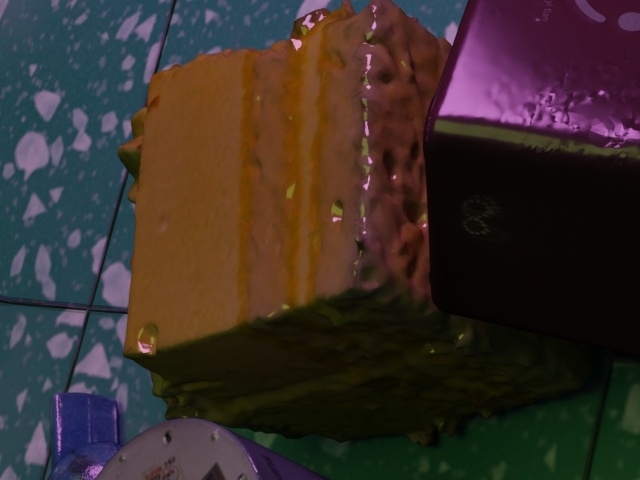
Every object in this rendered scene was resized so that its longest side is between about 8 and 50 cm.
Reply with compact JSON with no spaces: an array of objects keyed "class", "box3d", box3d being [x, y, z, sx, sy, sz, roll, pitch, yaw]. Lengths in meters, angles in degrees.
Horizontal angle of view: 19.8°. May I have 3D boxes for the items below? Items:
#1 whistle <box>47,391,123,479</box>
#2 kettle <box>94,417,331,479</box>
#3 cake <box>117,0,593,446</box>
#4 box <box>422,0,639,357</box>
[{"class":"whistle","box3d":[-0.161,0.171,1.346,0.090,0.090,0.158,-27,54,31]},{"class":"kettle","box3d":[0.001,0.228,1.062,0.160,0.243,0.210,-48,45,17]},{"class":"cake","box3d":[0.000,0.000,1.181,0.286,0.222,0.227,-20,58,40]},{"class":"box","box3d":[0.164,-0.080,1.007,0.167,0.193,0.294,9,50,15]}]
